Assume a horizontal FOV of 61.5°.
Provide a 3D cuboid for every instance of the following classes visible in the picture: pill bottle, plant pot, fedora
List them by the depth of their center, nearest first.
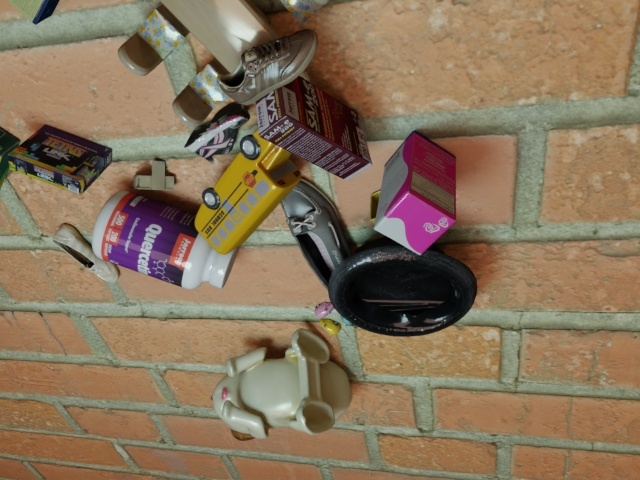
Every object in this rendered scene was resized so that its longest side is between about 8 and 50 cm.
[{"bbox_3d":[0.165,-0.064,1.191,0.081,0.081,0.083,-22,133,30],"label":"plant pot"},{"bbox_3d":[0.187,0.084,1.256,0.335,0.152,0.333,3,132,3],"label":"fedora"},{"bbox_3d":[-0.374,0.008,1.325,0.323,0.181,0.181,19,132,-2],"label":"pill bottle"}]

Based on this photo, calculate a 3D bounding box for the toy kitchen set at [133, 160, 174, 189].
[{"bbox_3d":[-0.403,-0.157,1.297,0.083,0.075,0.068,0,96,-27],"label":"toy kitchen set"}]

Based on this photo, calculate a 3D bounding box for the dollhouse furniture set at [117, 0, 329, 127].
[{"bbox_3d":[-0.236,-0.411,0.874,0.362,0.256,0.394,-31,117,34],"label":"dollhouse furniture set"}]

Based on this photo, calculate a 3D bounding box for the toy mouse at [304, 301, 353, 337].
[{"bbox_3d":[0.040,0.211,1.491,0.161,0.031,0.143,27,131,-9],"label":"toy mouse"}]

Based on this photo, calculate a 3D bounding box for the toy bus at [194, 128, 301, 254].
[{"bbox_3d":[-0.155,-0.114,1.183,0.130,0.108,0.333,49,129,3],"label":"toy bus"}]

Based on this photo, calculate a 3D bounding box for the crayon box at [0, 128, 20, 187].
[{"bbox_3d":[-0.917,-0.195,1.361,0.203,0.083,0.323,36,129,-17],"label":"crayon box"}]

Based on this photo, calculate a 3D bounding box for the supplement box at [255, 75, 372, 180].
[{"bbox_3d":[-0.011,-0.216,1.003,0.073,0.130,0.240,-30,148,34],"label":"supplement box"}]

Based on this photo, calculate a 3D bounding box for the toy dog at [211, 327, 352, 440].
[{"bbox_3d":[-0.141,0.453,1.628,0.408,0.284,0.395,-19,159,27],"label":"toy dog"}]

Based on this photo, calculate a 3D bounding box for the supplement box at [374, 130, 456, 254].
[{"bbox_3d":[0.189,-0.097,1.056,0.114,0.220,0.111,30,131,-11],"label":"supplement box"}]

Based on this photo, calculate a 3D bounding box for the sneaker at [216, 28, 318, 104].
[{"bbox_3d":[-0.090,-0.288,0.881,0.188,0.066,0.071,-30,149,30],"label":"sneaker"}]

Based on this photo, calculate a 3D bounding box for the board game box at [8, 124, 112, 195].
[{"bbox_3d":[-0.595,-0.188,1.241,0.171,0.141,0.048,20,134,-3],"label":"board game box"}]

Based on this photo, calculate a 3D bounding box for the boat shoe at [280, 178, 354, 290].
[{"bbox_3d":[0.000,0.000,1.275,0.112,0.095,0.335,-15,125,26],"label":"boat shoe"}]

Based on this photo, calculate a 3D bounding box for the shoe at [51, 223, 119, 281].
[{"bbox_3d":[-0.664,0.049,1.521,0.077,0.058,0.219,-21,122,30],"label":"shoe"}]

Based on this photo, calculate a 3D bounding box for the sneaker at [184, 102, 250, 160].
[{"bbox_3d":[-0.209,-0.229,1.163,0.178,0.071,0.077,-19,135,38],"label":"sneaker"}]

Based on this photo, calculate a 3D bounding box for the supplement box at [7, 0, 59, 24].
[{"bbox_3d":[-0.553,-0.481,1.032,0.083,0.056,0.083,40,128,-20],"label":"supplement box"}]
